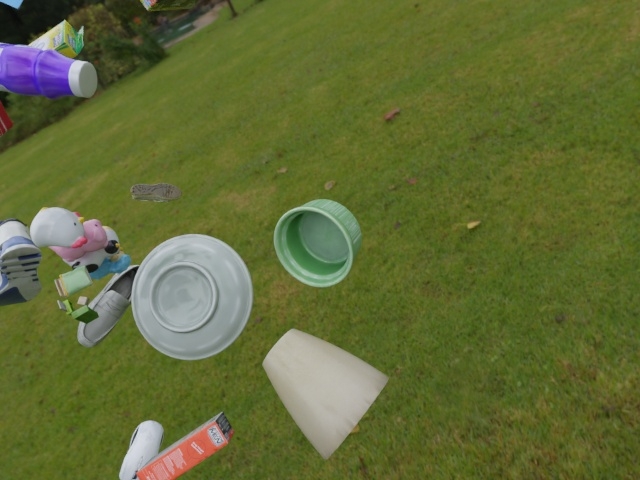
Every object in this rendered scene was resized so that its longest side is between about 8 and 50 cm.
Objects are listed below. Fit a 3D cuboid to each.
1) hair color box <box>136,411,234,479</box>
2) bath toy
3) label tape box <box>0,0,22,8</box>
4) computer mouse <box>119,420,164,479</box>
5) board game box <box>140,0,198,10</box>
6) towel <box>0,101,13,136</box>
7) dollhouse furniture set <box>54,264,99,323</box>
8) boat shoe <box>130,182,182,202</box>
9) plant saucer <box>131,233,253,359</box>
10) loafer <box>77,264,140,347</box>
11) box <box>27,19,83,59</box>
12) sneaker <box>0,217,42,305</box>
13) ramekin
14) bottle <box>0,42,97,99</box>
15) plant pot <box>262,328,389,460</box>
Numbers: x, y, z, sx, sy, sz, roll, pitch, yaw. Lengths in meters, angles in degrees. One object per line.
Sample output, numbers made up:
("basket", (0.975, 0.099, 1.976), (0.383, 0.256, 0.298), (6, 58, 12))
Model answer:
("hair color box", (-0.212, 0.339, 0.753), (0.141, 0.043, 0.072), (-33, -6, -5))
("bath toy", (-0.625, 0.009, 1.257), (0.128, 0.348, 0.152), (23, 72, 4))
("label tape box", (-0.823, -0.722, 1.072), (0.106, 0.333, 0.241), (130, 161, -79))
("computer mouse", (-0.400, 0.494, 1.021), (0.042, 0.105, 0.193), (149, 138, -66))
("board game box", (-0.338, -0.551, 0.967), (0.048, 0.141, 0.170), (-27, 17, 28))
("towel", (-0.869, -0.298, 1.120), (0.031, 0.199, 0.275), (2, 41, 9))
("dollhouse furniture set", (-0.579, 0.122, 1.105), (0.076, 0.059, 0.152), (-29, 68, -11))
("boat shoe", (-0.513, -0.144, 1.473), (0.152, 0.048, 0.056), (-1, 61, -12))
("plant saucer", (-0.413, 0.175, 1.464), (0.400, 0.401, 0.100), (-25, -7, 1))
("loafer", (-0.705, 0.209, 1.583), (0.111, 0.112, 0.320), (-31, 33, 40))
("box", (-0.623, -0.433, 1.079), (0.179, 0.043, 0.105), (-27, 54, 7))
("sneaker", (-0.889, 0.044, 1.358), (0.127, 0.315, 0.182), (-6, 57, -43))
("ramekin", (0.000, 0.000, 1.674), (0.303, 0.304, 0.148), (-4, 21, 29))
("bottle", (-0.580, -0.328, 0.898), (0.282, 0.092, 0.118), (9, 16, 3))
("plant pot", (-0.010, 0.366, 1.212), (0.274, 0.257, 0.256), (38, 61, 13))
